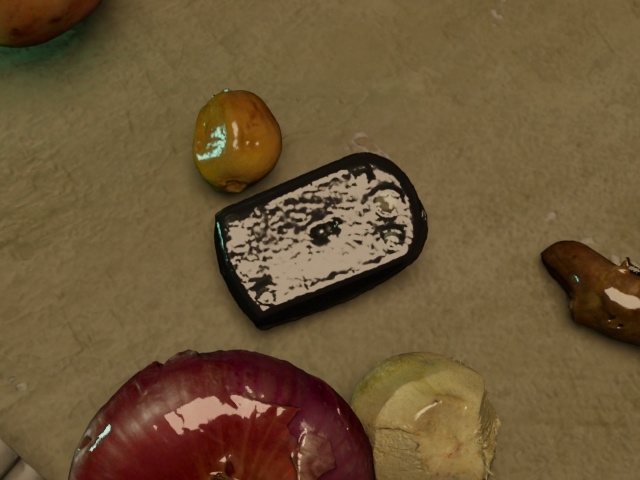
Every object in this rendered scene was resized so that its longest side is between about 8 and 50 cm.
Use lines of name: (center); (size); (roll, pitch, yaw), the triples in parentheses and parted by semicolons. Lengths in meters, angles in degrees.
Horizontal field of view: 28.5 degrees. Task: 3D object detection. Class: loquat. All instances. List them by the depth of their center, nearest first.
loquat: (-0.113, -0.131, 1.643); (0.113, 0.137, 0.137); (-5, 71, -22)

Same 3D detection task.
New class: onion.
onion: (-0.116, 0.269, 1.455); (0.348, 0.285, 0.347); (-4, 114, -10)

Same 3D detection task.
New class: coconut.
coconut: (0.122, 0.222, 1.522); (0.194, 0.194, 0.194); (2, 71, -5)

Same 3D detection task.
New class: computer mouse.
computer mouse: (0.000, 0.000, 1.620); (0.269, 0.100, 0.170); (-21, 72, -7)

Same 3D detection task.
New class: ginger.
ginger: (0.439, 0.082, 1.634); (0.309, 0.107, 0.133); (9, 85, 2)

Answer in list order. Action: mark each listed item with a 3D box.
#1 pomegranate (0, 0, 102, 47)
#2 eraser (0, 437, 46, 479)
pomegranate: (-0.415, -0.413, 1.599); (0.338, 0.338, 0.338); (2, 71, -5)
eraser: (-0.450, 0.347, 1.426); (0.087, 0.171, 0.290); (28, 68, 37)
